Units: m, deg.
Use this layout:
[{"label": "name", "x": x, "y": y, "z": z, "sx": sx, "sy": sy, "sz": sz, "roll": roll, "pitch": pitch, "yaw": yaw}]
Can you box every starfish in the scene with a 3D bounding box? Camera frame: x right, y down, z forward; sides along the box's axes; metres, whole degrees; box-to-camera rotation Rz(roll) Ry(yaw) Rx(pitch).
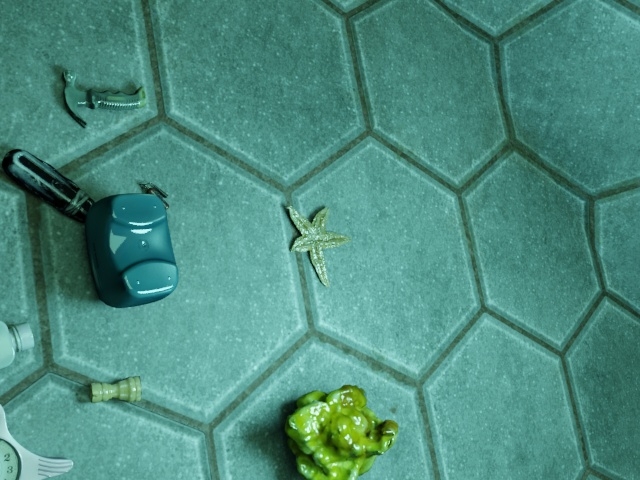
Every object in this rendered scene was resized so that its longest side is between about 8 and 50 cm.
[{"label": "starfish", "x": 0.004, "y": -0.001, "z": 2.099, "sx": 0.231, "sy": 0.048, "sz": 0.295, "roll": -28, "pitch": 94, "yaw": -35}]

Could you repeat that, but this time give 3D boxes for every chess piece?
[{"label": "chess piece", "x": -0.525, "y": 0.384, "z": 1.648, "sx": 0.122, "sy": 0.066, "sz": 0.066, "roll": 2, "pitch": 76, "yaw": -26}]

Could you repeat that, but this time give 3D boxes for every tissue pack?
[{"label": "tissue pack", "x": -0.500, "y": 0.029, "z": 1.680, "sx": 0.198, "sy": 0.206, "sz": 0.288, "roll": -9, "pitch": 84, "yaw": -43}]

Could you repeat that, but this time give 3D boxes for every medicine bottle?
[{"label": "medicine bottle", "x": -0.778, "y": 0.250, "z": 1.514, "sx": 0.183, "sy": 0.069, "sz": 0.119, "roll": -17, "pitch": 83, "yaw": -34}]

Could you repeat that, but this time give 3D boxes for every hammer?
[{"label": "hammer", "x": -0.605, "y": -0.398, "z": 1.818, "sx": 0.226, "sy": 0.041, "sz": 0.159, "roll": -7, "pitch": 81, "yaw": -34}]

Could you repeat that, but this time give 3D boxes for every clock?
[{"label": "clock", "x": -0.721, "y": 0.502, "z": 1.476, "sx": 0.290, "sy": 0.080, "sz": 0.276, "roll": 10, "pitch": 72, "yaw": -31}]

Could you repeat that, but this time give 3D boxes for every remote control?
[{"label": "remote control", "x": -0.697, "y": -0.143, "z": 1.673, "sx": 0.265, "sy": 0.066, "sz": 0.090, "roll": 37, "pitch": 64, "yaw": -19}]

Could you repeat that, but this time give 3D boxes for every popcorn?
[{"label": "popcorn", "x": 0.034, "y": 0.577, "z": 1.822, "sx": 0.320, "sy": 0.290, "sz": 0.326, "roll": 4, "pitch": 51, "yaw": -15}]

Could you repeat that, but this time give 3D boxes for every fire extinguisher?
[{"label": "fire extinguisher", "x": -0.467, "y": -0.135, "z": 1.841, "sx": 0.046, "sy": 0.032, "sz": 0.100, "roll": -47, "pitch": 110, "yaw": -22}]
